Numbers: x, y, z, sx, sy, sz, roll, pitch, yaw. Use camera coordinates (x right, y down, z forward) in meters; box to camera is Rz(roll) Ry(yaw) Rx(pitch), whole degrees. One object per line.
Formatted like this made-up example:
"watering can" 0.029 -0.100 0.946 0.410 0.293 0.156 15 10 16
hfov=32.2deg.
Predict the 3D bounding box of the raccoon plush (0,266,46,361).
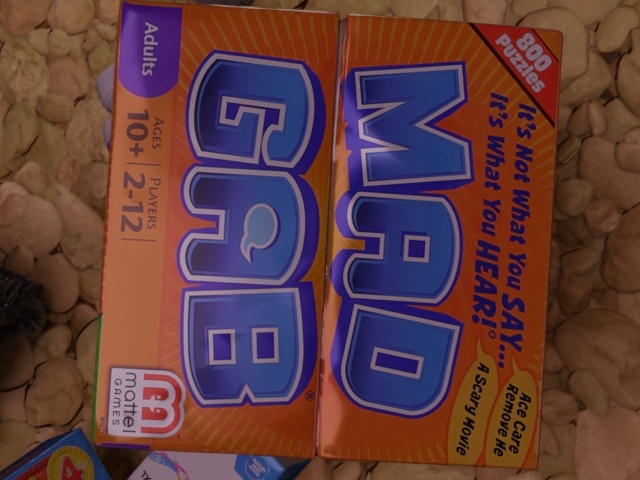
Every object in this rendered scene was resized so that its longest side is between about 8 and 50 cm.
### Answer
"raccoon plush" -0.494 0.139 1.262 0.216 0.446 0.299 21 82 7

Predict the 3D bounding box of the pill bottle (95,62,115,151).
"pill bottle" -0.180 -0.102 1.299 0.124 0.124 0.221 -29 77 17

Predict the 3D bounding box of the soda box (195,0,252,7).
"soda box" -0.162 -0.330 1.216 0.098 0.286 0.091 38 101 19

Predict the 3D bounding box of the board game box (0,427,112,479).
"board game box" -0.312 0.410 1.188 0.086 0.308 0.301 -26 96 45

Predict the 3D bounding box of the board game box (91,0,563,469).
"board game box" 0.000 0.000 1.047 0.357 0.356 0.356 3 88 -2

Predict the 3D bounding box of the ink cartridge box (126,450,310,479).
"ink cartridge box" -0.141 0.292 1.289 0.134 0.078 0.231 44 103 17
